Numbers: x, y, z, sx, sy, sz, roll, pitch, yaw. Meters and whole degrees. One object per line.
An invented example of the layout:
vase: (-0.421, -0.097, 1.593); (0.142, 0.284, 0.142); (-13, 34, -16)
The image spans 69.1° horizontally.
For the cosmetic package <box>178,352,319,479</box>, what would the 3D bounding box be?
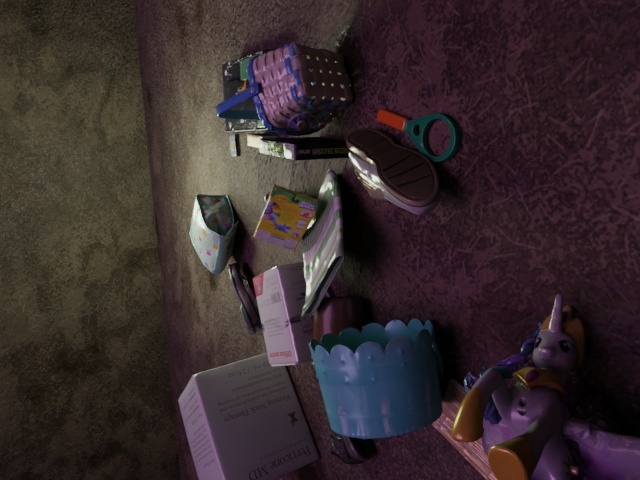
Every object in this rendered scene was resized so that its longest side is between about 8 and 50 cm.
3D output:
cosmetic package: (-0.267, 0.655, 1.627); (0.327, 0.329, 0.394); (-53, 55, 49)

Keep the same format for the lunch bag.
lunch bag: (-0.423, -0.025, 1.863); (0.262, 0.160, 0.224); (60, 142, 38)

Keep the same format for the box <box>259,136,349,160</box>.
box: (-0.032, -0.233, 1.165); (0.190, 0.184, 0.045); (25, 121, 54)

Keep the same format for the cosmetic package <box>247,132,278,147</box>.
cosmetic package: (-0.188, -0.322, 1.505); (0.115, 0.060, 0.041); (26, 120, 54)

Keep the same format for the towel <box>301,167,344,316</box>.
towel: (0.000, 0.000, 1.183); (0.325, 0.038, 0.248); (-90, 20, -46)

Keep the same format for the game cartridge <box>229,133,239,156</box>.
game cartridge: (-0.326, -0.358, 1.757); (0.056, 0.017, 0.084); (10, 106, 60)

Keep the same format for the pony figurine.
pony figurine: (0.317, 0.295, 0.648); (0.302, 0.363, 0.351); (-4, 107, 44)

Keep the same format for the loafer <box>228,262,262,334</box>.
loafer: (-0.269, 0.209, 1.766); (0.109, 0.095, 0.303); (75, 172, -60)

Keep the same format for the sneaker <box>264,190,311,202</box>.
sneaker: (-0.119, -0.117, 1.375); (0.232, 0.115, 0.091); (-2, 73, 62)

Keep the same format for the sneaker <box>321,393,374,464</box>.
sneaker: (0.051, 0.526, 1.317); (0.228, 0.087, 0.130); (58, 135, 24)

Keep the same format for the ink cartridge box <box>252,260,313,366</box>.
ink cartridge box: (-0.096, 0.225, 1.410); (0.207, 0.117, 0.283); (-27, 73, 57)

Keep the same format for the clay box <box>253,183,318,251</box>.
clay box: (-0.094, -0.066, 1.268); (0.222, 0.127, 0.053); (122, 164, -48)

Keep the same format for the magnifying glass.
magnifying glass: (0.197, -0.230, 0.957); (0.231, 0.026, 0.092); (38, 129, 45)

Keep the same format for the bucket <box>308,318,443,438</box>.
bucket: (0.122, 0.280, 0.979); (0.281, 0.281, 0.183); (-15, 84, 58)

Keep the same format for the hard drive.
hard drive: (-0.228, -0.477, 1.525); (0.338, 0.064, 0.237); (16, 112, 56)

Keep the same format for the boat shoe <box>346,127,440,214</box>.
boat shoe: (0.153, -0.134, 0.978); (0.302, 0.113, 0.103); (-122, 13, -48)

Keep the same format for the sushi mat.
sushi mat: (0.346, 0.419, 0.889); (0.316, 0.019, 0.152); (40, 129, 47)

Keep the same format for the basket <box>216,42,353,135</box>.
basket: (-0.088, -0.358, 1.158); (0.288, 0.254, 0.201); (-7, 94, 47)

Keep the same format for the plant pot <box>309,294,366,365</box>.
plant pot: (0.047, 0.227, 1.191); (0.167, 0.166, 0.165); (-13, 79, 58)

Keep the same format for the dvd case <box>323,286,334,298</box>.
dvd case: (0.001, 0.237, 1.388); (0.221, 0.018, 0.165); (-53, 54, 49)
